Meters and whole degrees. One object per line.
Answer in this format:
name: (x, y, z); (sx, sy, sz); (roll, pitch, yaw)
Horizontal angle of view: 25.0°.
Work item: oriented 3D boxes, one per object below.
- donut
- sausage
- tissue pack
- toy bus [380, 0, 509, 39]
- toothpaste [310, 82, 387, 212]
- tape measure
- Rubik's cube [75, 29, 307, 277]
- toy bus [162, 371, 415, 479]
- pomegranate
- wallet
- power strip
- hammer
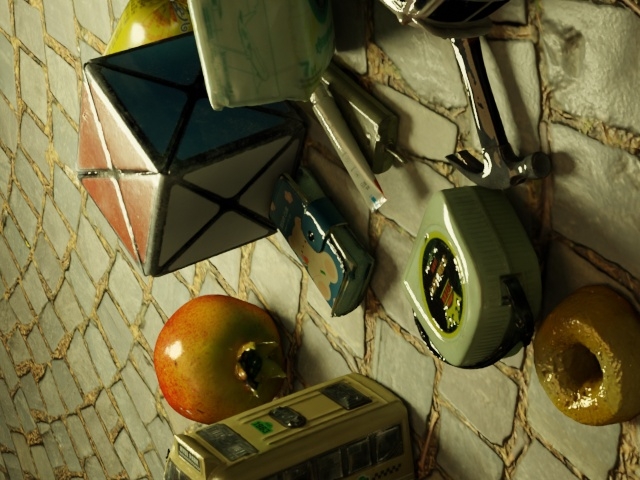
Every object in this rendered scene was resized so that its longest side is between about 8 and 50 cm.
donut: (0.311, 0.141, 1.665); (0.162, 0.065, 0.178); (54, 147, 25)
sausage: (-0.283, -0.306, 2.340); (0.123, 0.123, 0.347); (63, 151, 12)
tissue pack: (-0.087, -0.385, 1.808); (0.287, 0.162, 0.388); (-71, -27, -70)
toy bus: (0.103, -0.354, 1.595); (0.305, 0.143, 0.179); (47, 130, 33)
toothpaste: (0.034, -0.127, 1.934); (0.190, 0.031, 0.048); (61, 148, 8)
tape measure: (0.191, 0.065, 1.769); (0.235, 0.115, 0.207); (105, 148, -49)
Rubik's cube: (-0.200, -0.134, 2.174); (0.259, 0.260, 0.255); (55, 150, 29)
toy bus: (-0.050, 0.334, 2.098); (0.177, 0.365, 0.201); (28, 128, 49)
pomegranate: (-0.157, 0.197, 2.359); (0.257, 0.221, 0.221); (-8, 101, 54)
wallet: (0.001, 0.000, 2.116); (0.202, 0.059, 0.141); (57, 154, 25)
power strip: (0.036, -0.175, 1.967); (0.268, 0.034, 0.092); (44, 142, 38)
hammer: (0.177, -0.200, 1.702); (0.137, 0.037, 0.289); (-14, 94, 53)
